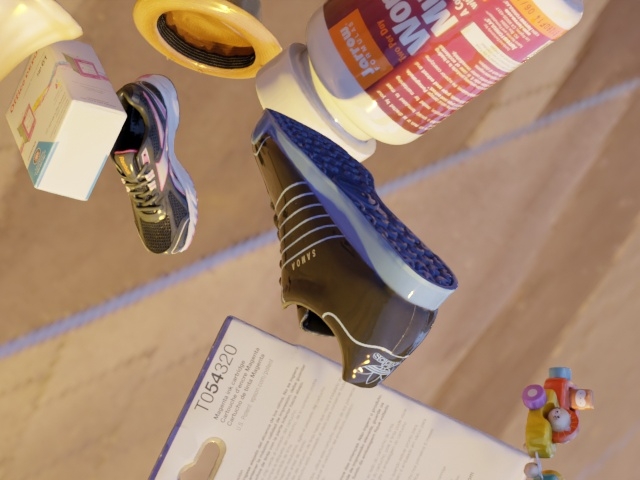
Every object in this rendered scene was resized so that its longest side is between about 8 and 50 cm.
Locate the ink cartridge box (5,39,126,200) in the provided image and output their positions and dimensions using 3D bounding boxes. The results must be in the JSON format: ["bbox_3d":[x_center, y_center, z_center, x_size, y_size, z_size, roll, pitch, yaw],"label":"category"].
[{"bbox_3d":[-0.214,-0.105,1.506,0.052,0.122,0.088,14,117,-30],"label":"ink cartridge box"}]

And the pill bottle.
[{"bbox_3d":[0.068,-0.145,1.296,0.221,0.121,0.121,-35,169,20],"label":"pill bottle"}]

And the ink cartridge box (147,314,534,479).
[{"bbox_3d":[-0.009,0.285,1.745,0.071,0.330,0.324,88,28,-81],"label":"ink cartridge box"}]

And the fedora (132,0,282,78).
[{"bbox_3d":[-0.126,-0.265,2.138,0.194,0.194,0.079,84,18,-67],"label":"fedora"}]

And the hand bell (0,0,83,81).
[{"bbox_3d":[-0.309,-0.107,1.432,0.242,0.126,0.126,-54,163,-6],"label":"hand bell"}]

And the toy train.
[{"bbox_3d":[0.195,0.174,1.437,0.125,0.046,0.166,42,48,-62],"label":"toy train"}]

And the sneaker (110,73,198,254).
[{"bbox_3d":[-0.175,-0.071,1.763,0.072,0.178,0.077,-10,-177,26],"label":"sneaker"}]

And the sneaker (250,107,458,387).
[{"bbox_3d":[0.000,0.000,1.167,0.081,0.232,0.090,23,109,-36],"label":"sneaker"}]
